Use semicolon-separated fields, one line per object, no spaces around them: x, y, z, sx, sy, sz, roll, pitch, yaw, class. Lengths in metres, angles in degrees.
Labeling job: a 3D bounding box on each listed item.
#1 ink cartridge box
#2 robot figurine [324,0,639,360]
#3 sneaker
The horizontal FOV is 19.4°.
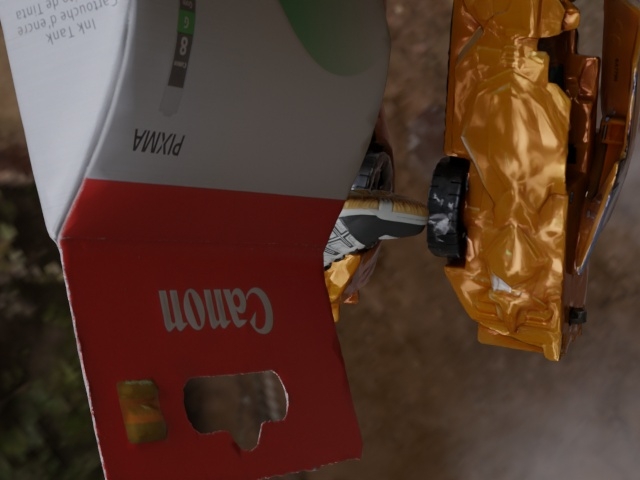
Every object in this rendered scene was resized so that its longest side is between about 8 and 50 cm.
-0.026;-0.039;0.590;0.056;0.181;0.225;-18;82;24;ink cartridge box
0.044;-0.103;0.770;0.211;0.085;0.291;8;108;18;robot figurine
0.000;0.000;0.715;0.083;0.032;0.037;-2;98;-2;sneaker
